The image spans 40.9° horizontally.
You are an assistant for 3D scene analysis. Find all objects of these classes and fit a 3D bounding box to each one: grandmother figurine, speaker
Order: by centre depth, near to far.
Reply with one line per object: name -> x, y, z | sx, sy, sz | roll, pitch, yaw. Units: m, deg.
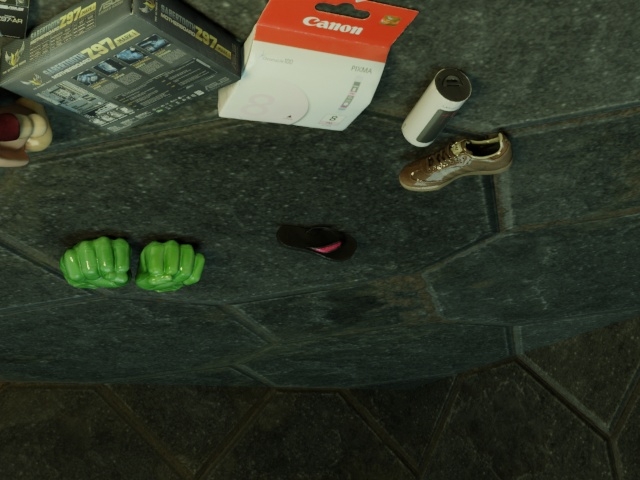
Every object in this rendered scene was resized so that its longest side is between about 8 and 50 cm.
grandmother figurine -> -0.417, -0.119, 0.977 | 0.208, 0.104, 0.342 | -12, -170, 7
speaker -> 0.163, -0.188, 1.221 | 0.055, 0.055, 0.136 | 0, 159, -16

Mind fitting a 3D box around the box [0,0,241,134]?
box -> -0.240, -0.214, 1.035 | 0.233, 0.059, 0.183 | -17, 157, 32

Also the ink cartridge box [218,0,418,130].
ink cartridge box -> -0.009, -0.220, 1.089 | 0.189, 0.066, 0.232 | 4, 162, -24

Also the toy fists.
toy fists -> -0.368, 0.050, 1.687 | 0.279, 0.096, 0.142 | 5, 157, -23

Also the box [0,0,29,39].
box -> -0.369, -0.254, 0.951 | 0.083, 0.018, 0.067 | 4, 159, -23

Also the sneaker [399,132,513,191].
sneaker -> 0.216, -0.136, 1.394 | 0.188, 0.066, 0.071 | -13, 143, 7

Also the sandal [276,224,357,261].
sandal -> 0.000, 0.000, 1.693 | 0.179, 0.067, 0.040 | 9, 144, -29
